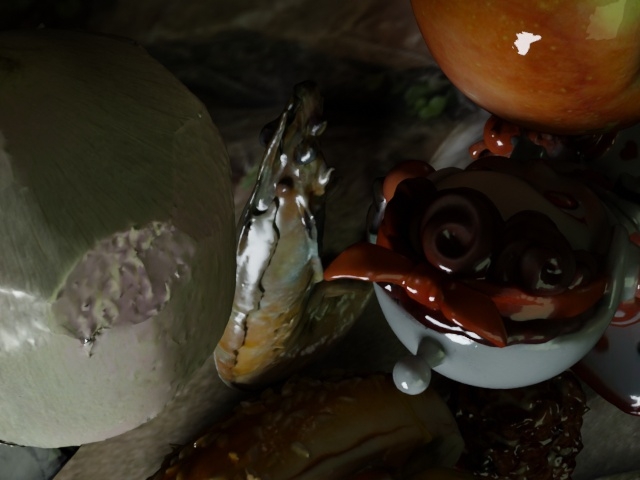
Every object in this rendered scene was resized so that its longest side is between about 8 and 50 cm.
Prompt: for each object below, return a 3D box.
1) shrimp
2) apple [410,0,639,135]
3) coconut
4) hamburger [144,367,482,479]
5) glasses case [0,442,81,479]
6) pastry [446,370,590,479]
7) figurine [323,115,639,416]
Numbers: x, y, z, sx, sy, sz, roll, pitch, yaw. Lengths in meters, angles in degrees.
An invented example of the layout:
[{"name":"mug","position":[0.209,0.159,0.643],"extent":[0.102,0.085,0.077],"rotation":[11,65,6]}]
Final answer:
[{"name":"shrimp","position":[-0.001,-0.001,0.695],"extent":[0.143,0.052,0.251],"rotation":[-29,152,-28]},{"name":"apple","position":[0.122,-0.129,0.580],"extent":[0.163,0.139,0.163],"rotation":[-27,135,-30]},{"name":"coconut","position":[-0.112,-0.013,0.492],"extent":[0.170,0.171,0.183],"rotation":[-22,144,-19]},{"name":"hamburger","position":[-0.004,0.217,0.763],"extent":[0.291,0.225,0.291],"rotation":[-28,156,-14]},{"name":"glasses case","position":[-0.242,0.171,0.614],"extent":[0.299,0.114,0.060],"rotation":[-50,156,13]},{"name":"pastry","position":[0.144,0.161,0.944],"extent":[0.115,0.097,0.209],"rotation":[-30,145,-20]},{"name":"figurine","position":[0.099,0.008,0.625],"extent":[0.226,0.183,0.160],"rotation":[-11,138,-51]}]
